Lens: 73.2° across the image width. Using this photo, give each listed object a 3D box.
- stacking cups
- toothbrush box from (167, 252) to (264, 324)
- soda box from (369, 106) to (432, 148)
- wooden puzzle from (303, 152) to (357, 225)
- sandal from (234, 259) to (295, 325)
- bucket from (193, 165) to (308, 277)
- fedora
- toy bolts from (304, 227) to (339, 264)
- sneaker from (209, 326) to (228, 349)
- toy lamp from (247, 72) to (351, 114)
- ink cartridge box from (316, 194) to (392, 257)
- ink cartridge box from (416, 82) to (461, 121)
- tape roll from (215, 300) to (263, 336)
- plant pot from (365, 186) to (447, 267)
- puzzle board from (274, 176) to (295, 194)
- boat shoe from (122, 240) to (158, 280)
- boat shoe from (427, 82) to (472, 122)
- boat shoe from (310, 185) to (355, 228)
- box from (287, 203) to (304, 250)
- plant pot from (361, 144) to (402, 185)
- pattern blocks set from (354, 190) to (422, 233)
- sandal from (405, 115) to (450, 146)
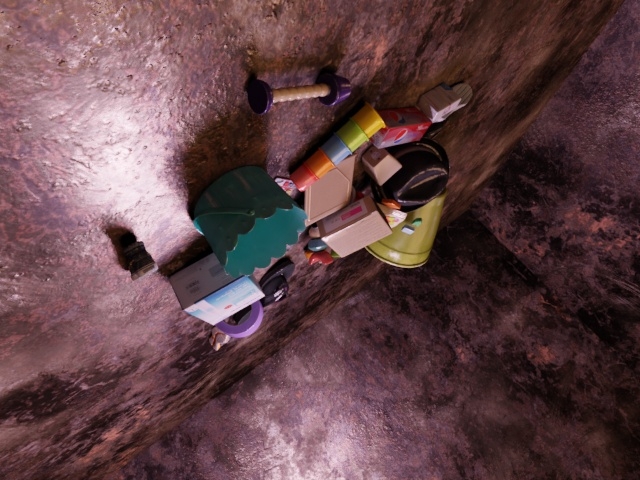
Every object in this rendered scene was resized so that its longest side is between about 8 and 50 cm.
[{"bbox_3d":[0.040,-0.272,1.276,0.316,0.096,0.096,-39,162,5],"label":"stacking cups"},{"bbox_3d":[-0.332,0.156,1.428,0.216,0.126,0.295,-29,162,-7],"label":"toothbrush box"},{"bbox_3d":[0.259,-0.380,1.437,0.263,0.092,0.083,-22,154,-43],"label":"soda box"},{"bbox_3d":[0.025,-0.175,1.475,0.221,0.044,0.239,-29,144,-32],"label":"wooden puzzle"},{"bbox_3d":[-0.227,0.257,1.938,0.167,0.107,0.446,-14,148,-54],"label":"sandal"},{"bbox_3d":[-0.192,-0.052,1.162,0.281,0.183,0.281,-35,160,-15],"label":"bucket"},{"bbox_3d":[0.366,-0.233,1.657,0.334,0.334,0.152,-43,-155,7],"label":"fedora"},{"bbox_3d":[0.000,0.000,1.833,0.218,0.159,0.228,-4,-169,27],"label":"toy bolts"},{"bbox_3d":[-0.445,0.427,1.961,0.083,0.084,0.215,-29,168,-37],"label":"sneaker"},{"bbox_3d":[-0.036,-0.336,0.981,0.274,0.080,0.080,-23,156,-38],"label":"toy lamp"},{"bbox_3d":[0.132,-0.049,1.649,0.234,0.088,0.193,-26,145,14],"label":"ink cartridge box"},{"bbox_3d":[0.413,-0.484,1.505,0.122,0.088,0.052,-33,163,-21],"label":"ink cartridge box"},{"bbox_3d":[-0.321,0.276,1.667,0.189,0.189,0.080,-36,162,-13],"label":"tape roll"},{"bbox_3d":[0.398,-0.128,1.969,0.366,0.366,0.353,-24,144,-41],"label":"plant pot"},{"bbox_3d":[-0.127,-0.152,1.336,0.096,0.011,0.128,-48,160,21],"label":"puzzle board"},{"bbox_3d":[-0.455,0.049,1.084,0.065,0.083,0.183,-29,-174,-30],"label":"boat shoe"},{"bbox_3d":[0.473,-0.513,1.605,0.226,0.083,0.076,-38,-167,-25],"label":"boat shoe"},{"bbox_3d":[0.041,-0.124,1.646,0.228,0.080,0.076,-42,165,30],"label":"boat shoe"},{"bbox_3d":[-0.136,-0.031,1.536,0.175,0.051,0.220,-18,152,-49],"label":"box"},{"bbox_3d":[0.211,-0.287,1.558,0.109,0.109,0.096,-42,149,5],"label":"plant pot"},{"bbox_3d":[0.244,-0.106,1.745,0.285,0.324,0.026,87,21,-72],"label":"pattern blocks set"},{"bbox_3d":[0.425,-0.420,1.732,0.254,0.054,0.097,-39,162,-3],"label":"sandal"}]
